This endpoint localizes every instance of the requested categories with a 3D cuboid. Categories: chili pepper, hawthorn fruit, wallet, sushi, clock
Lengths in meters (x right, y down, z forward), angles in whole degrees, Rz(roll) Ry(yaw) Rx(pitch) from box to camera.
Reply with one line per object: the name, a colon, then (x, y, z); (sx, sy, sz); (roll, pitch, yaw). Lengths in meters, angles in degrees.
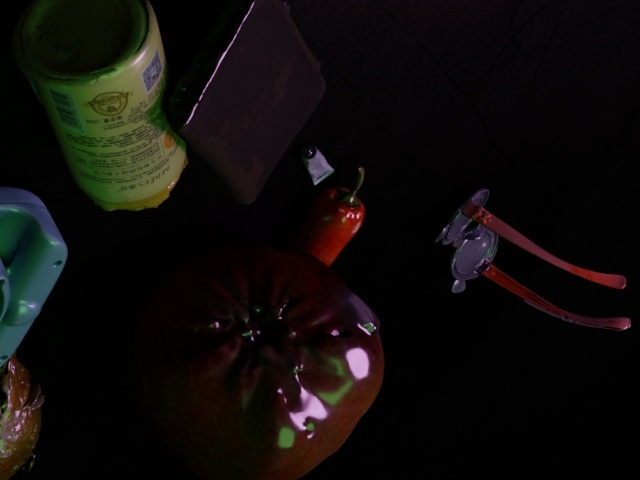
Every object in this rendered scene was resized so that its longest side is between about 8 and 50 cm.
chili pepper: (0.000, 0.000, 1.752); (0.071, 0.063, 0.272); (-1, 143, -30)
hawthorn fruit: (-0.079, 0.160, 1.667); (0.308, 0.308, 0.325); (-28, 141, -14)
wallet: (-0.069, -0.139, 1.353); (0.165, 0.042, 0.309); (-61, 166, -5)
sushi: (-0.425, 0.227, 1.539); (0.296, 0.167, 0.179); (-37, 177, 21)
clock: (-0.397, 0.055, 1.336); (0.274, 0.094, 0.224); (-8, 143, -44)

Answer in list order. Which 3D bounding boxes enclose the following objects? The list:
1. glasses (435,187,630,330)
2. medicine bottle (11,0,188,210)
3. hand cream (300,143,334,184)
glasses: (0.296, 0.054, 1.965); (0.118, 0.268, 0.234); (-50, 155, -12)
medicine bottle: (-0.189, -0.123, 1.253); (0.124, 0.124, 0.239); (-29, 154, -12)
hand cream: (-0.006, -0.092, 1.640); (0.030, 0.019, 0.093); (-36, 161, -1)
